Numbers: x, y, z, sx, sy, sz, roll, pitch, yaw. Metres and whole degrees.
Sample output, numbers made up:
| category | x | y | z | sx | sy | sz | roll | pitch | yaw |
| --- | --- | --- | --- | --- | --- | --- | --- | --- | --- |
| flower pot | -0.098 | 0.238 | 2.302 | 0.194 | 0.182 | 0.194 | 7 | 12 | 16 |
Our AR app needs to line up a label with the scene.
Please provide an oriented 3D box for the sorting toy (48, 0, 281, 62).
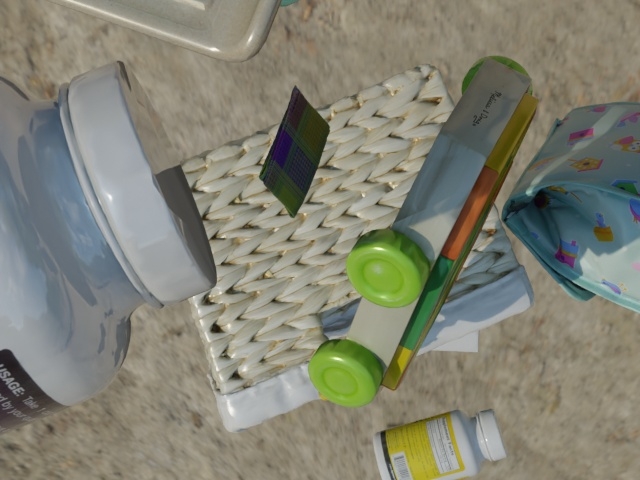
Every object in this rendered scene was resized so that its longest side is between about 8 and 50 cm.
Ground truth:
| category | x | y | z | sx | sy | sz | roll | pitch | yaw |
| --- | --- | --- | --- | --- | --- | --- | --- | --- | --- |
| sorting toy | -0.090 | -0.199 | 0.581 | 0.208 | 0.038 | 0.193 | 19 | 83 | 12 |

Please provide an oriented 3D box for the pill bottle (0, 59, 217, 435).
| category | x | y | z | sx | sy | sz | roll | pitch | yaw |
| --- | --- | --- | --- | --- | --- | --- | --- | --- | --- |
| pill bottle | -0.224 | 0.027 | 0.646 | 0.323 | 0.181 | 0.181 | -22 | 73 | 1 |

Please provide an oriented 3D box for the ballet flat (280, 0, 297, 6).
| category | x | y | z | sx | sy | sz | roll | pitch | yaw |
| --- | --- | --- | --- | --- | --- | --- | --- | --- | --- |
| ballet flat | -0.081 | -0.416 | 1.458 | 0.147 | 0.409 | 0.146 | -4 | 72 | 14 |

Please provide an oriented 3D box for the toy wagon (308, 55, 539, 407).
| category | x | y | z | sx | sy | sz | roll | pitch | yaw |
| --- | --- | --- | --- | --- | --- | --- | --- | --- | --- |
| toy wagon | 0.077 | 0.018 | 1.022 | 0.068 | 0.344 | 0.267 | 27 | 45 | 8 |

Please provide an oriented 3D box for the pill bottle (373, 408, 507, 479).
| category | x | y | z | sx | sy | sz | roll | pitch | yaw |
| --- | --- | --- | --- | --- | --- | --- | --- | --- | --- |
| pill bottle | 0.113 | 0.196 | 1.199 | 0.116 | 0.065 | 0.065 | -17 | 73 | 8 |

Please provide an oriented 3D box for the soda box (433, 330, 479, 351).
| category | x | y | z | sx | sy | sz | roll | pitch | yaw |
| --- | --- | --- | --- | --- | --- | --- | --- | --- | --- |
| soda box | 0.183 | 0.044 | 1.748 | 0.074 | 0.069 | 0.216 | 1 | 116 | 7 |

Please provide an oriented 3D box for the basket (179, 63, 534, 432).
| category | x | y | z | sx | sy | sz | roll | pitch | yaw |
| --- | --- | --- | --- | --- | --- | --- | --- | --- | --- |
| basket | 0.000 | 0.000 | 1.343 | 0.328 | 0.331 | 0.266 | -22 | 96 | -6 |

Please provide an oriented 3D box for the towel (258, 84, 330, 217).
| category | x | y | z | sx | sy | sz | roll | pitch | yaw |
| --- | --- | --- | --- | --- | --- | --- | --- | --- | --- |
| towel | -0.018 | -0.065 | 0.937 | 0.009 | 0.060 | 0.083 | 6 | 67 | 30 |

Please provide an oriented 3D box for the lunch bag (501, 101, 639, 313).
| category | x | y | z | sx | sy | sz | roll | pitch | yaw |
| --- | --- | --- | --- | --- | --- | --- | --- | --- | --- |
| lunch bag | 0.335 | -0.040 | 1.310 | 0.262 | 0.160 | 0.223 | 18 | 40 | 20 |
